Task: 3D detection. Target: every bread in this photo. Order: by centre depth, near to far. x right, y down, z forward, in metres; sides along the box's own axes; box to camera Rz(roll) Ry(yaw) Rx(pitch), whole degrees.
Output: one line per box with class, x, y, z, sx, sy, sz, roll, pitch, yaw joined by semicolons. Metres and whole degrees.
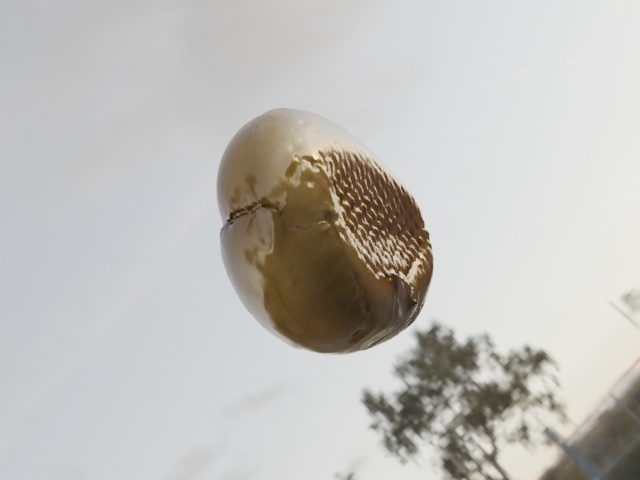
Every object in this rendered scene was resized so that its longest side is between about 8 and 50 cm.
bread;0.000;0.000;0.540;0.077;0.114;0.189;-23;-14;14
